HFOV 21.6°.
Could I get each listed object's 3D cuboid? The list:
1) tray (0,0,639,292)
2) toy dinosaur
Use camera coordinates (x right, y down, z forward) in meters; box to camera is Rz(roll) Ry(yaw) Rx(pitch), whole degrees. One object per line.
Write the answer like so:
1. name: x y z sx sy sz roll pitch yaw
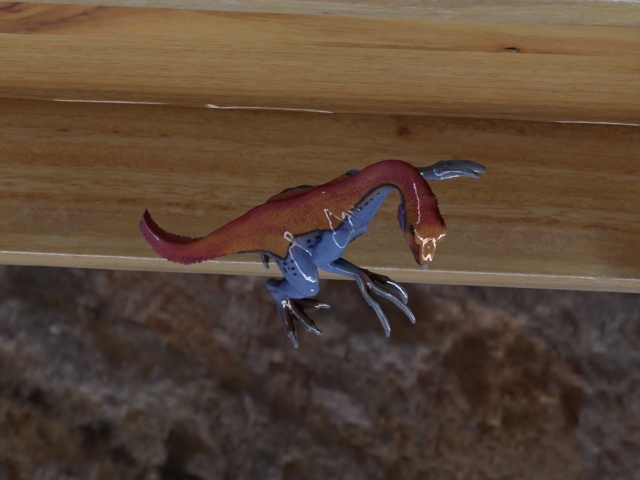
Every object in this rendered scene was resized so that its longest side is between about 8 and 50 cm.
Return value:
1. tray: -0.049 -0.056 0.478 0.411 0.076 0.203 3 160 1
2. toy dinosaur: 0.000 0.000 0.447 0.090 0.047 0.082 3 157 -11
